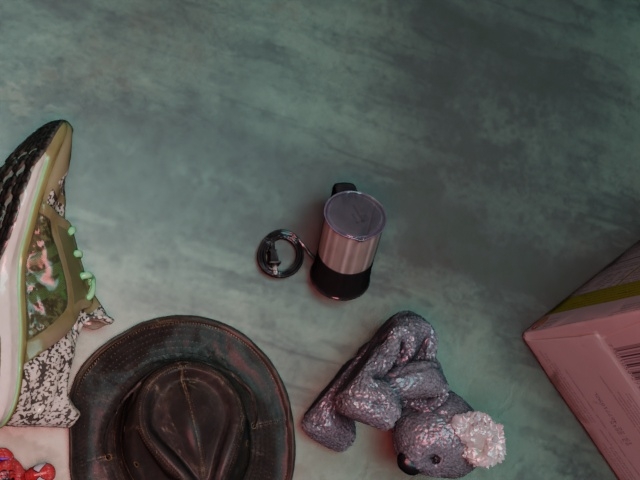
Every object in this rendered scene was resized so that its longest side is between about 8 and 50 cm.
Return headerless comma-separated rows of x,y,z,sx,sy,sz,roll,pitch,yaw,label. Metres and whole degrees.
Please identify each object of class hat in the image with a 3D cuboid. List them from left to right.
-0.161,0.251,1.644,0.331,0.134,0.331,3,79,-18,hat

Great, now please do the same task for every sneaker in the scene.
-0.345,0.054,1.638,0.182,0.158,0.410,18,77,-35,sneaker

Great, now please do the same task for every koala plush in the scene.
0.132,0.226,1.716,0.221,0.196,0.203,42,61,-3,koala plush

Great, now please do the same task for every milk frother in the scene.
0.000,0.000,1.737,0.143,0.134,0.129,-16,54,-22,milk frother

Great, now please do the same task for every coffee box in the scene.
0.557,0.155,1.779,0.334,0.338,0.337,-35,92,-21,coffee box

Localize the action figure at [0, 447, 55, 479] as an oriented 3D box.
-0.449,0.301,1.545,0.280,0.139,0.091,-9,83,-21,action figure
